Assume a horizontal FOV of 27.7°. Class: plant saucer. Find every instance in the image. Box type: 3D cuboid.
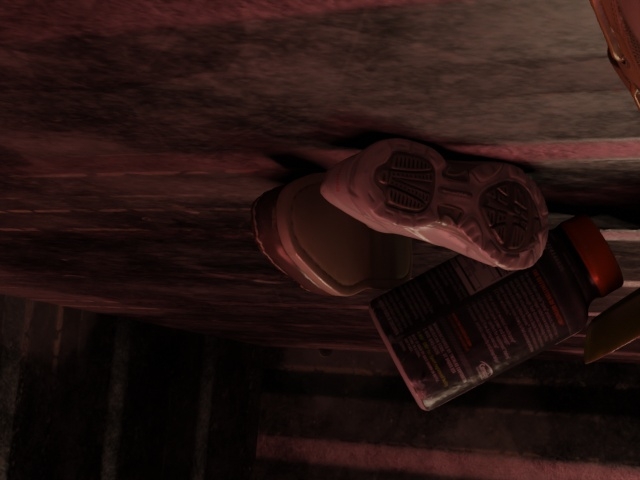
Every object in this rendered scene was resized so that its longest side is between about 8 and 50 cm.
[{"bbox_3d":[0.364,0.048,1.329,0.241,0.037,0.241,-31,172,-5],"label":"plant saucer"}]

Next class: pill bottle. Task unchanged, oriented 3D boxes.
[{"bbox_3d":[0.184,0.065,1.336,0.246,0.130,0.130,-28,169,2],"label":"pill bottle"}]

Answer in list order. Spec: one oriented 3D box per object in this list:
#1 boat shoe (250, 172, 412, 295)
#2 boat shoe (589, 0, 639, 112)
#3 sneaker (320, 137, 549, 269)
[{"bbox_3d":[0.000,0.000,1.310,0.097,0.116,0.324,-2,175,22],"label":"boat shoe"},{"bbox_3d":[0.201,-0.096,0.651,0.098,0.109,0.302,44,-170,25],"label":"boat shoe"},{"bbox_3d":[0.102,-0.035,1.156,0.232,0.090,0.115,21,171,-32],"label":"sneaker"}]
